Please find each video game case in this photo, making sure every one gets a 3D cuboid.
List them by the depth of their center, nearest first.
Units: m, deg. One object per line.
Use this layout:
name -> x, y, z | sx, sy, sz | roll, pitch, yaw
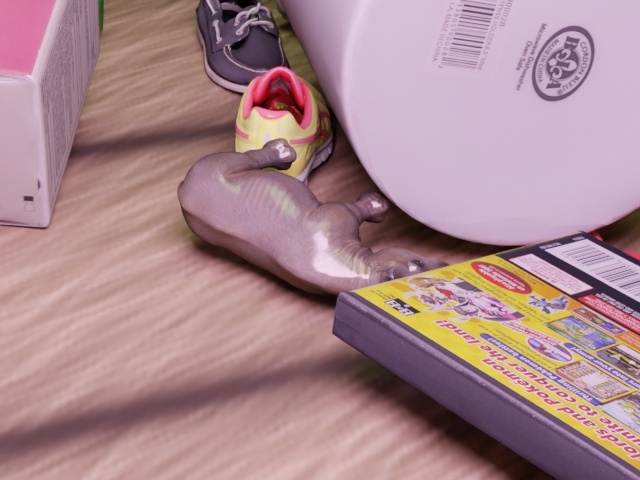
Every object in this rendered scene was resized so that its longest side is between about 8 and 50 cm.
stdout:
video game case -> 0.188, 0.080, 1.047 | 0.248, 0.035, 0.275 | -12, 32, -41

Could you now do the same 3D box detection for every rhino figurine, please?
rhino figurine -> 0.000, 0.000, 1.192 | 0.243, 0.073, 0.106 | 29, 30, 25

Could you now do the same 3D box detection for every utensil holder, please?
utensil holder -> 0.128, -0.218, 1.323 | 0.327, 0.328, 0.385 | -2, 31, -13

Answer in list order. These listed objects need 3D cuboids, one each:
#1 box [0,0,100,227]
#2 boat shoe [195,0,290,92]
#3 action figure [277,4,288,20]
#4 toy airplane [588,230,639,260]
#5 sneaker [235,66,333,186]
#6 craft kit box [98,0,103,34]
box -> -0.255, -0.143, 1.281 | 0.126, 0.149, 0.232 | 4, 42, 1
boat shoe -> -0.077, -0.199, 1.567 | 0.075, 0.065, 0.206 | -4, 29, -17
action figure -> 0.045, -0.280, 1.676 | 0.164, 0.141, 0.276 | -2, 54, -31
toy airplane -> 0.215, 0.007, 1.262 | 0.151, 0.028, 0.151 | 3, 28, -2
sneaker -> -0.029, -0.106, 1.366 | 0.081, 0.094, 0.208 | 4, 26, 0
craft kit box -> -0.343, -0.186, 1.513 | 0.246, 0.061, 0.250 | 8, 28, 0
